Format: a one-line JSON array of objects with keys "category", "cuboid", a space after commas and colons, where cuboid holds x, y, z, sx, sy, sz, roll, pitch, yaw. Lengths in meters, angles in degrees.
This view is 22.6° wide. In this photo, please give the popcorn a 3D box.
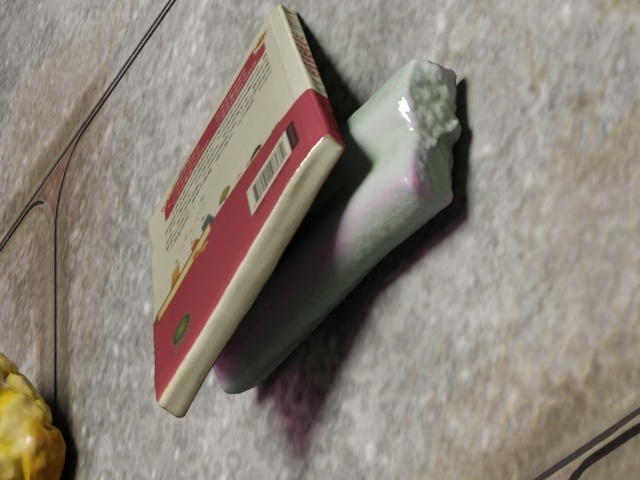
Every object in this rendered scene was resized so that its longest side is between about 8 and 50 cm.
[{"category": "popcorn", "cuboid": [-0.261, 0.157, 1.121, 0.180, 0.170, 0.180, -30, 44, 34]}]

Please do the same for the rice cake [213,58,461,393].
[{"category": "rice cake", "cuboid": [0.001, -0.001, 0.809, 0.222, 0.042, 0.080, -44, 37, 47]}]

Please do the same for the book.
[{"category": "book", "cuboid": [-0.046, -0.026, 0.854, 0.162, 0.022, 0.232, -58, 17, 16]}]
